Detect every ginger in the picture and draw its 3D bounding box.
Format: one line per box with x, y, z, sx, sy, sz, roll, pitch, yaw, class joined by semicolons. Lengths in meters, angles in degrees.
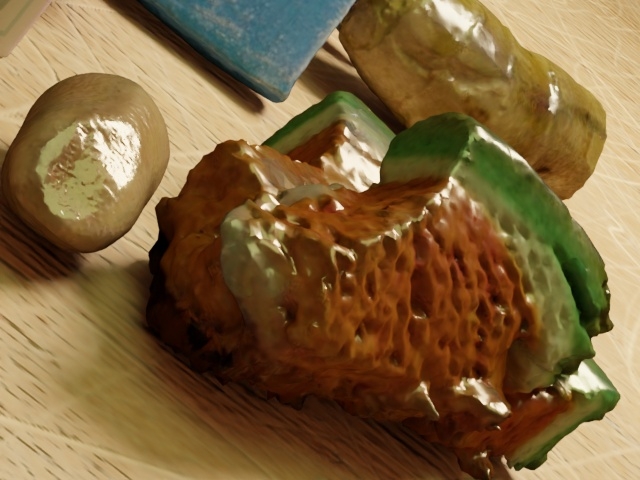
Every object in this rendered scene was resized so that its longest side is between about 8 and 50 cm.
0.115;-0.114;1.437;0.263;0.109;0.116;31;18;-39;ginger

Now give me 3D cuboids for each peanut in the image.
-0.117;-0.037;0.943;0.076;0.076;0.152;38;19;-8;peanut

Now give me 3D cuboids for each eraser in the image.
0.003;-0.253;1.288;0.144;0.312;0.042;37;-14;-11;eraser

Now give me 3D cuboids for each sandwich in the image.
0.036;0.004;0.992;0.250;0.162;0.301;51;24;16;sandwich

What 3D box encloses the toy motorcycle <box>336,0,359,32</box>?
0.000;-0.292;1.422;0.173;0.108;0.307;-116;-170;-49;toy motorcycle

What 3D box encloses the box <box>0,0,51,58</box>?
-0.149;-0.224;0.978;0.135;0.269;0.079;13;35;-54;box
